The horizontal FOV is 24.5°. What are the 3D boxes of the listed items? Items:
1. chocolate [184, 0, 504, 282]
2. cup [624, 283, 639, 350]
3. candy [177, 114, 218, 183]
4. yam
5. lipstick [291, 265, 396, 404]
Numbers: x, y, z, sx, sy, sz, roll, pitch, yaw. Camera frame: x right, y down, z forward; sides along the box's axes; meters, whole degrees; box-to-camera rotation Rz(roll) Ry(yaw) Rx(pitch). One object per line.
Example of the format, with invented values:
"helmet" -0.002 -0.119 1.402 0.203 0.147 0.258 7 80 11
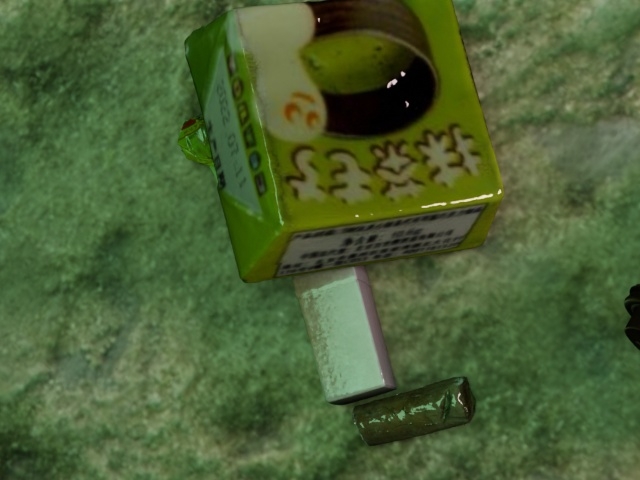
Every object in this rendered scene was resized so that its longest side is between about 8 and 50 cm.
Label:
"chocolate" 0.032 -0.124 1.601 0.301 0.137 0.289 -9 76 -19
"cup" 0.446 0.027 1.509 0.196 0.196 0.280 30 83 18
"candy" -0.112 -0.059 1.745 0.058 0.062 0.194 -21 83 -34
"yam" 0.105 0.191 1.638 0.132 0.054 0.054 -16 78 13
"lipstick" 0.000 0.000 1.684 0.076 0.080 0.371 -17 78 11
